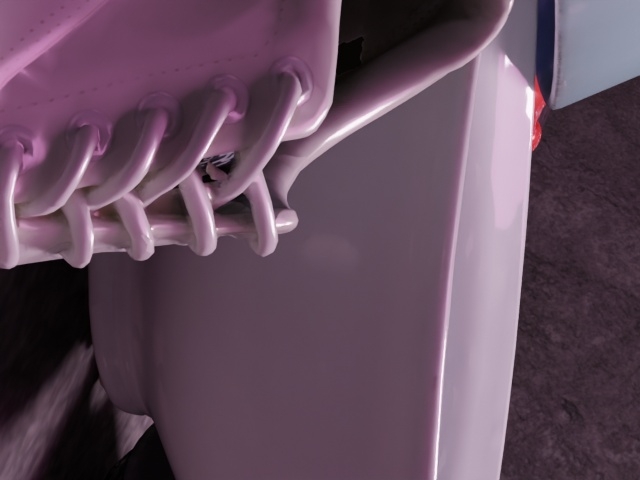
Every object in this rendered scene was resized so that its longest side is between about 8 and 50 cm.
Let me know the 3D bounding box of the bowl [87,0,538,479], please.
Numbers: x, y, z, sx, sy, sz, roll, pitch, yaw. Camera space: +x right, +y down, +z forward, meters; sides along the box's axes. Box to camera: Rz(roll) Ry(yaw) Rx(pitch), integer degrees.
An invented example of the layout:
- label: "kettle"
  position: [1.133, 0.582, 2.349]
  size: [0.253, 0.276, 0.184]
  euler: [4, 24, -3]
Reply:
- label: "bowl"
  position: [0.000, 0.000, 0.706]
  size: [0.298, 0.134, 0.298]
  euler: [5, 90, -80]

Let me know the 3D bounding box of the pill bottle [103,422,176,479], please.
- label: "pill bottle"
  position: [-0.049, 0.156, 0.884]
  size: [0.219, 0.122, 0.123]
  euler: [105, 9, -61]

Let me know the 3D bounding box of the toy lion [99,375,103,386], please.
- label: "toy lion"
  position: [-0.065, 0.014, 0.803]
  size: [0.096, 0.034, 0.100]
  euler: [90, 21, -48]

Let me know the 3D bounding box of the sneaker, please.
- label: "sneaker"
  position: [-0.046, -0.034, 0.418]
  size: [0.258, 0.091, 0.094]
  euler: [-39, 153, -40]

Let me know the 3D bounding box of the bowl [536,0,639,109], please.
- label: "bowl"
  position: [0.163, -0.217, 0.837]
  size: [0.311, 0.163, 0.312]
  euler: [-4, 90, -88]

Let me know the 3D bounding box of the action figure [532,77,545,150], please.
- label: "action figure"
  position: [0.036, -0.116, 0.989]
  size: [0.091, 0.139, 0.280]
  euler: [-64, 149, -11]
